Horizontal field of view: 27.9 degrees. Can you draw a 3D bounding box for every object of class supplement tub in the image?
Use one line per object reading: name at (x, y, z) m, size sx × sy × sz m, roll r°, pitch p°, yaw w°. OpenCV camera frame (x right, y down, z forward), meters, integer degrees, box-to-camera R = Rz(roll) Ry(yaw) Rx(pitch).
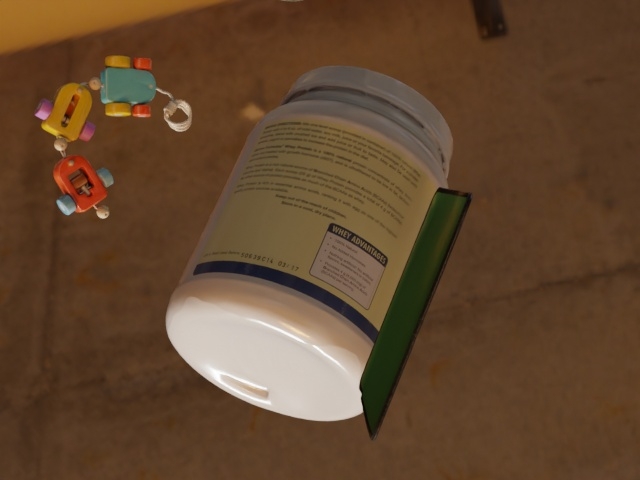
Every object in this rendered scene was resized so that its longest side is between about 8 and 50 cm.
supplement tub at (0.000, 0.000, 1.364) m, size 0.235 × 0.235 × 0.325 m, roll 9°, pitch -122°, yaw 23°

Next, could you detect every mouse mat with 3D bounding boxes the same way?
mouse mat at (0.056, 0.039, 0.807) m, size 0.007 × 0.190 × 0.153 m, roll 22°, pitch -87°, yaw -1°

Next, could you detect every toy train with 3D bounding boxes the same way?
toy train at (-0.212, -0.105, 1.255) m, size 0.166 × 0.125 × 0.046 m, roll -43°, pitch -161°, yaw -24°
